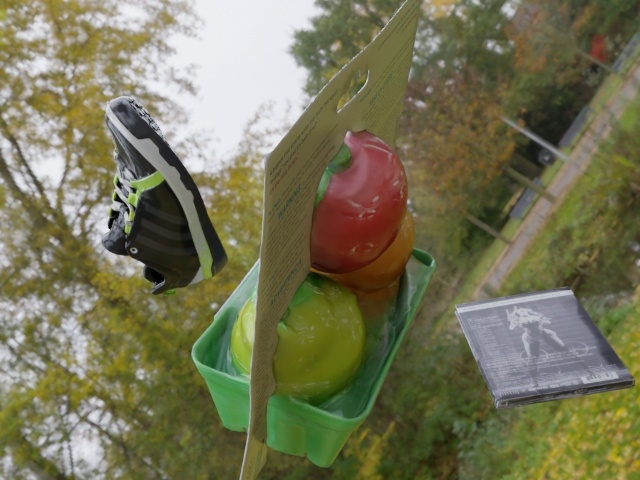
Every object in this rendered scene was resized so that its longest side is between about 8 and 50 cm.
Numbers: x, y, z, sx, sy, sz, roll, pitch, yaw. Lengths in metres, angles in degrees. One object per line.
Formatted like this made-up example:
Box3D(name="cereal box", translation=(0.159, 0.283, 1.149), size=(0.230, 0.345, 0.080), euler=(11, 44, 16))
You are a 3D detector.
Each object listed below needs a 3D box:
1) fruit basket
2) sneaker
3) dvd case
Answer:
Box3D(name="fruit basket", translation=(0.000, 0.000, 0.674), size=(0.327, 0.165, 0.353), euler=(-56, -26, -48))
Box3D(name="sneaker", translation=(-0.156, -0.021, 0.724), size=(0.097, 0.084, 0.234), euler=(-30, -40, -10))
Box3D(name="dvd case", translation=(0.278, 0.132, 1.027), size=(0.221, 0.165, 0.018), euler=(-100, 0, -63))
